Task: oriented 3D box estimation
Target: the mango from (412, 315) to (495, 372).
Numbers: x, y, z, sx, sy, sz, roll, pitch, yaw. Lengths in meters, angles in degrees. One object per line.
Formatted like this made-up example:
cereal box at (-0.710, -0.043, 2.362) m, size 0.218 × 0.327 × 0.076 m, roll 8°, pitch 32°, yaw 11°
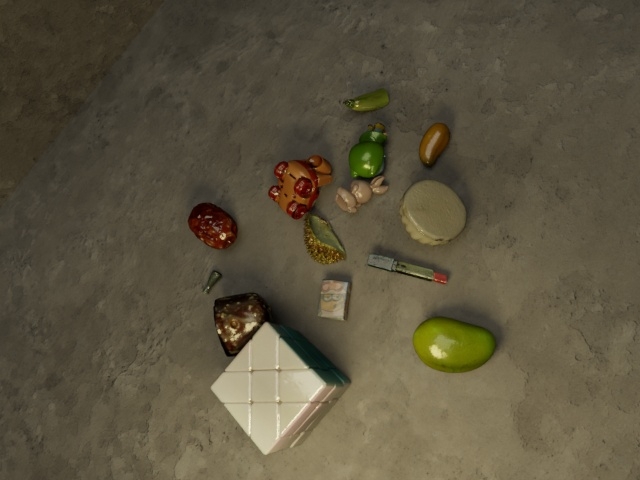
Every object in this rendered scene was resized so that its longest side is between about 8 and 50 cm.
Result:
mango at (0.455, 0.366, 1.604) m, size 0.273 × 0.149 × 0.185 m, roll 13°, pitch 77°, yaw 18°

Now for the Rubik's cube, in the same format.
Rubik's cube at (-0.134, 0.526, 1.680) m, size 0.322 × 0.316 × 0.318 m, roll 40°, pitch 90°, yaw 27°

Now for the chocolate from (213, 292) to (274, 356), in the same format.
chocolate at (-0.287, 0.310, 1.815) m, size 0.210 × 0.340 × 0.225 m, roll -17°, pitch 91°, yaw -7°

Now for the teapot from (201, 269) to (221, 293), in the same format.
teapot at (-0.488, 0.189, 2.071) m, size 0.043 × 0.043 × 0.110 m, roll 32°, pitch 90°, yaw 26°

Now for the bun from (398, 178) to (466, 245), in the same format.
bun at (0.402, -0.084, 1.767) m, size 0.263 × 0.175 × 0.262 m, roll 7°, pitch 64°, yaw -16°

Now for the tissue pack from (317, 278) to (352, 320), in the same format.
tissue pack at (0.057, 0.236, 1.837) m, size 0.116 × 0.065 × 0.155 m, roll 5°, pitch 74°, yaw 20°

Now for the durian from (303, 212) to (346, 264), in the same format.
durian at (0.000, 0.000, 1.930) m, size 0.139 × 0.144 × 0.252 m, roll -15°, pitch 55°, yaw -25°

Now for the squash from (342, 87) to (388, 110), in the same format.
squash at (0.194, -0.610, 2.050) m, size 0.200 × 0.075 × 0.090 m, roll -15°, pitch 87°, yaw -7°

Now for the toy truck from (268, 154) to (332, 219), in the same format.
toy truck at (-0.070, -0.238, 1.988) m, size 0.189 × 0.239 × 0.264 m, roll 42°, pitch 132°, yaw 26°

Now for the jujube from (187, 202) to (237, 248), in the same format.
jujube at (-0.483, -0.067, 2.079) m, size 0.250 × 0.174 × 0.174 m, roll 40°, pitch 90°, yaw 29°

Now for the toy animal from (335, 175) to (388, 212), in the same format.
toy animal at (0.169, -0.203, 1.919) m, size 0.213 × 0.124 × 0.124 m, roll -28°, pitch 64°, yaw -13°

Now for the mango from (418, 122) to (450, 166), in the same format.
mango at (0.457, -0.388, 1.878) m, size 0.102 × 0.085 × 0.183 m, roll 26°, pitch 94°, yaw 21°

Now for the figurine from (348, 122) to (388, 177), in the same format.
figurine at (0.204, -0.375, 1.942) m, size 0.162 × 0.143 × 0.263 m, roll 1°, pitch 62°, yaw 31°

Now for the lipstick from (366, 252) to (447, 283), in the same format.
lipstick at (0.335, 0.111, 1.784) m, size 0.313 × 0.051 × 0.051 m, roll 14°, pitch 78°, yaw 21°
